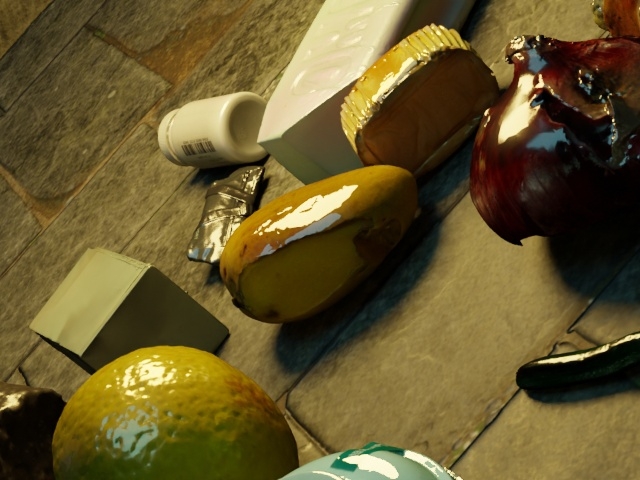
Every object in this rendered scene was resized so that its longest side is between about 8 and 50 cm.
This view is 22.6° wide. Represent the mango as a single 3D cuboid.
[{"bbox_3d":[0.000,0.000,1.880,0.262,0.130,0.167,-26,28,24],"label":"mango"}]

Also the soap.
[{"bbox_3d":[0.059,-0.236,2.124,0.208,0.115,0.347,-11,44,50],"label":"soap"}]

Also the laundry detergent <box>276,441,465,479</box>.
[{"bbox_3d":[0.057,0.323,1.160,0.287,0.305,0.287,-34,30,23],"label":"laundry detergent"}]

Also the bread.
[{"bbox_3d":[0.116,-0.166,1.927,0.190,0.132,0.114,-39,28,6],"label":"bread"}]

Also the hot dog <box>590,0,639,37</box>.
[{"bbox_3d":[0.384,-0.249,1.696,0.146,0.103,0.213,-27,29,-16],"label":"hot dog"}]

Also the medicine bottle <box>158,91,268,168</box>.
[{"bbox_3d":[-0.153,-0.158,2.339,0.187,0.103,0.103,-4,49,54],"label":"medicine bottle"}]

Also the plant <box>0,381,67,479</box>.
[{"bbox_3d":[-0.431,0.279,2.056,0.276,0.188,0.199,-14,41,46],"label":"plant"}]

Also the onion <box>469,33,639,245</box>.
[{"bbox_3d":[0.259,-0.126,1.603,0.272,0.195,0.272,-33,18,12],"label":"onion"}]

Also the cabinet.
[{"bbox_3d":[-0.249,0.113,2.065,0.150,0.145,0.206,-54,27,-12],"label":"cabinet"}]

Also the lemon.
[{"bbox_3d":[-0.148,0.232,1.645,0.267,0.267,0.267,-35,29,23],"label":"lemon"}]

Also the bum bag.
[{"bbox_3d":[-0.127,-0.030,2.194,0.087,0.049,0.197,-6,42,19],"label":"bum bag"}]

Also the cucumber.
[{"bbox_3d":[0.246,0.114,1.472,0.184,0.033,0.036,-21,57,43],"label":"cucumber"}]
